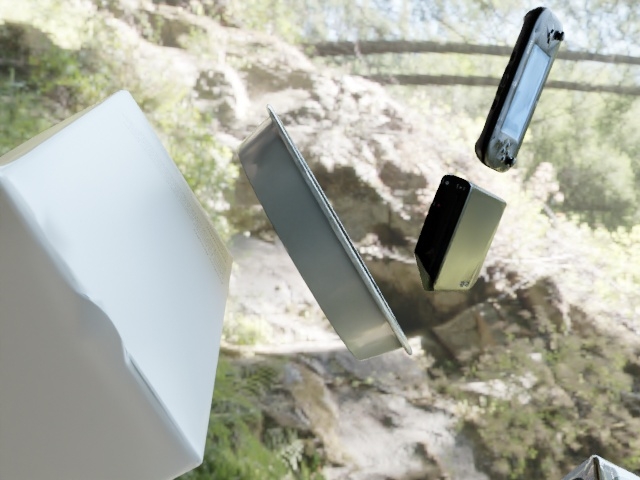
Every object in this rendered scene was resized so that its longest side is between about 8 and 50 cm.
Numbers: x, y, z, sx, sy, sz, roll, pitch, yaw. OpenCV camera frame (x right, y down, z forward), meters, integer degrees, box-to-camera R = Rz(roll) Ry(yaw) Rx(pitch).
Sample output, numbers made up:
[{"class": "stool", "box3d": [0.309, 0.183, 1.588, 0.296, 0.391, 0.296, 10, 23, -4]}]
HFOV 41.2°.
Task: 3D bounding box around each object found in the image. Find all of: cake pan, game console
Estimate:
[{"class": "cake pan", "box3d": [0.000, 0.000, 0.872, 0.293, 0.054, 0.293, 60, 2, -3]}, {"class": "game console", "box3d": [0.210, -0.107, 1.034, 0.044, 0.213, 0.361, 22, -84, 22]}]

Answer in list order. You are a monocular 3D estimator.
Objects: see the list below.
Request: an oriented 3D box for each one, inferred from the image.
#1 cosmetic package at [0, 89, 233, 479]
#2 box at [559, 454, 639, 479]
[{"class": "cosmetic package", "box3d": [-0.178, 0.026, 0.609, 0.197, 0.155, 0.365, 60, 7, -14]}, {"class": "box", "box3d": [0.169, 0.209, 0.315, 0.169, 0.290, 0.087, -56, -167, 38]}]
